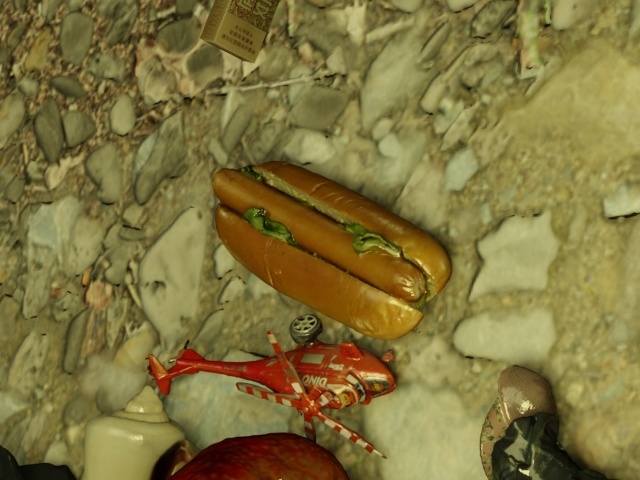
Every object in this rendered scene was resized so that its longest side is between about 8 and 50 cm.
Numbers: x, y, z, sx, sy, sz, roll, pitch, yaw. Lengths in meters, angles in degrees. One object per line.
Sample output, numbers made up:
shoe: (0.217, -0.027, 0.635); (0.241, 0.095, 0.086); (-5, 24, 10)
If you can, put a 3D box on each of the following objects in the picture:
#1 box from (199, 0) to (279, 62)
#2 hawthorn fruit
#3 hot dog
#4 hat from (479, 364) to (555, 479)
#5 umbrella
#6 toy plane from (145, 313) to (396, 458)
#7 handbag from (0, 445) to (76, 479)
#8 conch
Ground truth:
box: (-0.066, -0.201, 1.727); (0.024, 0.053, 0.083); (22, 90, 45)
hawthorn fruit: (-0.056, 0.239, 1.454); (0.200, 0.179, 0.179); (-42, 47, 43)
hot dog: (0.000, 0.000, 1.558); (0.249, 0.068, 0.100); (27, 74, 46)
hat: (0.141, 0.132, 1.398); (0.042, 0.058, 0.087); (7, 78, 22)
umbrella: (0.194, 0.207, 1.305); (0.071, 0.080, 0.224); (-26, 52, -10)
toy plane: (-0.032, 0.109, 1.539); (0.194, 0.126, 0.077); (-14, 30, 39)
handbag: (-0.300, 0.362, 1.671); (0.269, 0.118, 0.325); (-39, 48, 26)
conch: (-0.148, 0.205, 1.607); (0.104, 0.094, 0.176); (13, 85, 6)
